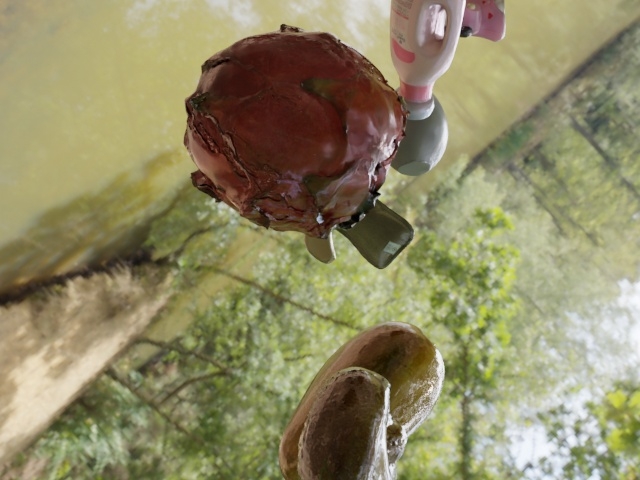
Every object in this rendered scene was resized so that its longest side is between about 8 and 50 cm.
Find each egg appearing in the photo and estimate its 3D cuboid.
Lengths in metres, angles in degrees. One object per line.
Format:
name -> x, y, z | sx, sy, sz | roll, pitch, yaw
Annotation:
egg -> 0.228, -0.280, 2.061 | 0.176, 0.176, 0.232 | 122, -27, -73

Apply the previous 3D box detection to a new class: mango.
mango -> 0.085, 0.349, 1.768 | 0.445, 0.232, 0.300 | -39, -172, -30

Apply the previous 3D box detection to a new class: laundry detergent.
laundry detergent -> 0.193, -0.386, 1.553 | 0.088, 0.159, 0.335 | -27, 137, -32

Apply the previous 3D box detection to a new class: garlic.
garlic -> 0.000, 0.000, 1.383 | 0.053, 0.083, 0.041 | -15, 169, 19

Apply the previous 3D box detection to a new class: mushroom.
mushroom -> 0.048, 0.319, 1.265 | 0.153, 0.253, 0.253 | 1, -172, 16

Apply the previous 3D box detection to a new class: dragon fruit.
dragon fruit -> -0.034, -0.148, 1.161 | 0.295, 0.301, 0.296 | 16, 90, -84

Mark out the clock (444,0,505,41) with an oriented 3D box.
clock -> 0.282, -0.478, 1.734 | 0.194, 0.195, 0.100 | -87, 171, -46

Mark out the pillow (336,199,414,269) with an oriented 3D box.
pillow -> 0.082, -0.046, 1.687 | 0.130, 0.217, 0.033 | -49, 179, 22
